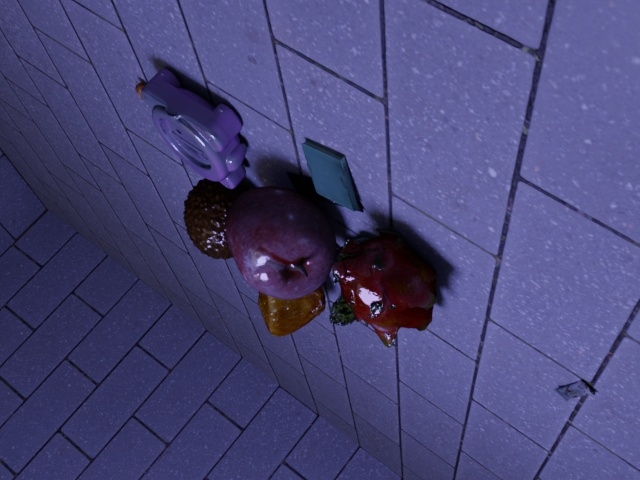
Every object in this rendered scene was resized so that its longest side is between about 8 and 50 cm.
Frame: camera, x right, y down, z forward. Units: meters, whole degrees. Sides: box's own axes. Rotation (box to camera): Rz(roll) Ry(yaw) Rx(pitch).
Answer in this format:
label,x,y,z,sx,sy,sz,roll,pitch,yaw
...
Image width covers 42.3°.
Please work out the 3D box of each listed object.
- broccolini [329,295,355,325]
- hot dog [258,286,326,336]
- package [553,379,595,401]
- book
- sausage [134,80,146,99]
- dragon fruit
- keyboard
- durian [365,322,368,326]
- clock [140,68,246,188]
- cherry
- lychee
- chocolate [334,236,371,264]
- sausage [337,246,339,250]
label,x,y,z,sx,sy,sz,roll,pitch,yaw
broccolini,0.135,0.168,1.897,0.074,0.079,0.392,3,178,-28
hot dog,-0.070,0.123,2.031,0.257,0.153,0.150,93,155,-55
package,0.474,0.282,1.550,0.037,0.015,0.110,45,160,4
book,0.016,-0.120,1.521,0.103,0.017,0.135,28,153,34
sausage,-0.375,-0.312,1.842,0.107,0.031,0.031,46,161,-17
dragon fruit,0.121,0.098,1.577,0.200,0.198,0.269,11,157,9
keyboard,0.006,-0.096,1.620,0.198,0.010,0.064,19,150,48
durian,0.131,0.127,1.755,0.110,0.071,0.140,-122,35,-44
clock,-0.254,-0.222,1.726,0.227,0.090,0.248,34,162,21
cherry,-0.077,0.004,1.681,0.285,0.212,0.236,44,146,51
lychee,-0.217,-0.042,1.901,0.238,0.200,0.200,49,165,19
chocolate,0.072,0.037,1.696,0.072,0.072,0.167,43,161,-7
sausage,0.000,0.000,1.811,0.129,0.034,0.034,43,161,-6
